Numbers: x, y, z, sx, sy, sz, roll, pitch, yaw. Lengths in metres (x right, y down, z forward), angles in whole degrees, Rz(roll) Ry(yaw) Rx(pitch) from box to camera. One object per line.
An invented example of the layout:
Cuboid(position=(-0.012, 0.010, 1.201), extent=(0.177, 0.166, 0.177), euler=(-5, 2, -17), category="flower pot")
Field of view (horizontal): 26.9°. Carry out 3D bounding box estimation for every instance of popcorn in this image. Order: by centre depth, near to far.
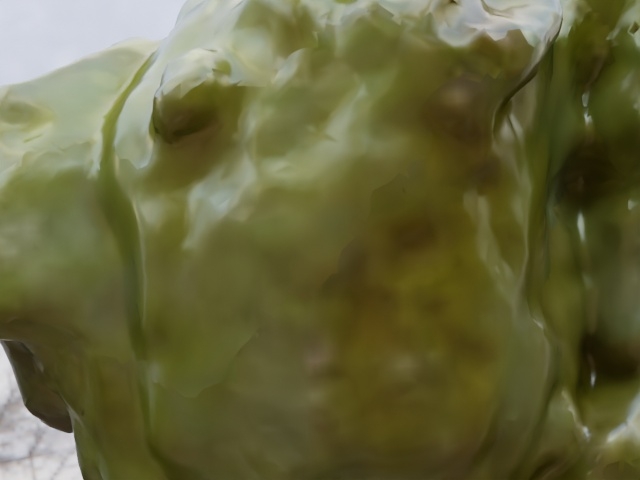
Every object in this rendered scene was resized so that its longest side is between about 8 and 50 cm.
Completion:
Cuboid(position=(0.018, 0.000, 0.578), extent=(0.312, 0.312, 0.312), euler=(-13, -20, -5), category="popcorn")
